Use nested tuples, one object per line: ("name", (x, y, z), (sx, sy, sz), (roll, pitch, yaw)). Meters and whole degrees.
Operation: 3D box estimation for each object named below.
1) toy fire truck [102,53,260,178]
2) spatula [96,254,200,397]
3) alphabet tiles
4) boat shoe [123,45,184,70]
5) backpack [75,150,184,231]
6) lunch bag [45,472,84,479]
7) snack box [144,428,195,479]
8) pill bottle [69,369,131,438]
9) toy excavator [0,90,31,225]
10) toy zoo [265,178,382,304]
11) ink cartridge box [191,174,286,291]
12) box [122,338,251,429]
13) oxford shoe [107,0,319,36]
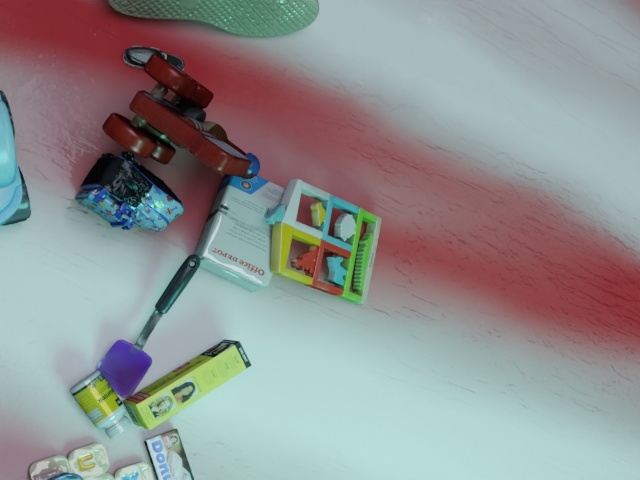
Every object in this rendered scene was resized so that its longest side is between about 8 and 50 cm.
("toy fire truck", (-0.235, -0.194, 1.932), (0.254, 0.302, 0.169), (37, 94, 8))
("spatula", (-0.312, 0.151, 1.952), (0.084, 0.030, 0.296), (34, 78, -13))
("alphabet tiles", (-0.417, 0.515, 1.863), (0.278, 0.021, 0.284), (-15, 86, -26))
("boat shoe", (-0.327, -0.361, 2.075), (0.125, 0.038, 0.046), (10, 75, -22))
("backpack", (-0.349, -0.076, 1.949), (0.173, 0.158, 0.117), (39, 75, -25))
("lunch bag", (-0.480, 0.510, 1.774), (0.219, 0.090, 0.176), (-25, 89, -26))
("snack box", (-0.269, 0.445, 1.942), (0.064, 0.022, 0.178), (-18, 87, -25))
("pill bottle", (-0.396, 0.299, 1.893), (0.065, 0.065, 0.116), (-37, 96, -26))
("toy excavator", (-0.599, -0.236, 1.702), (0.222, 0.445, 0.432), (-13, 85, -26))
("toy zoo", (0.000, 0.000, 2.089), (0.293, 0.030, 0.192), (22, 73, -41))
("ink cartridge box", (-0.148, -0.021, 2.057), (0.148, 0.086, 0.203), (26, 70, -18))
("box", (-0.248, 0.266, 1.951), (0.232, 0.087, 0.058), (-31, 102, -25))
("oxford shoe", (-0.212, -0.512, 2.101), (0.450, 0.169, 0.130), (4, 58, -22))
